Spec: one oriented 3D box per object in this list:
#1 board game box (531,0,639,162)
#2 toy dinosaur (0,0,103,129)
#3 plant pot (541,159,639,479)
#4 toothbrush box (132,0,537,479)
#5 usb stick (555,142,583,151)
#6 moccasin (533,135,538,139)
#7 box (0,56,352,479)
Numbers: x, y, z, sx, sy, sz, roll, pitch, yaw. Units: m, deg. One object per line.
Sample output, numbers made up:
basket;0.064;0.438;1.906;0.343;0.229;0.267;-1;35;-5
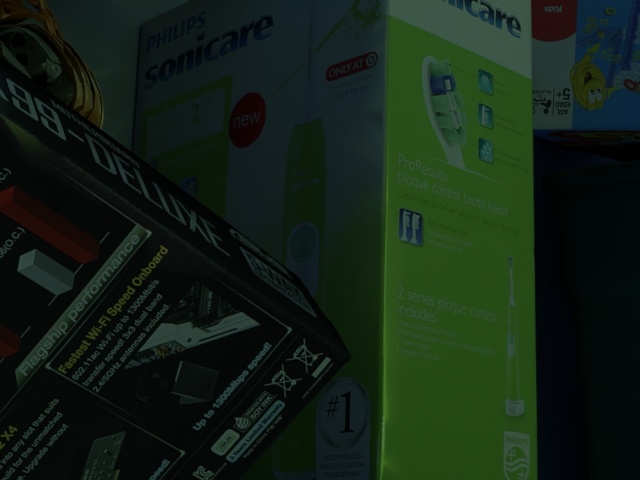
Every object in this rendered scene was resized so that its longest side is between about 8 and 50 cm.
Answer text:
board game box;0.323;-0.101;0.852;0.302;0.308;0.086;3;90;-61
toy dinosaur;-0.175;-0.047;0.597;0.218;0.164;0.322;1;53;-59
plant pot;0.331;0.119;0.933;0.341;0.341;0.334;5;86;-45
toothbrush box;0.000;0.000;0.688;0.122;0.206;0.283;17;70;-41
usb stick;0.289;-0.108;1.121;0.278;0.045;0.077;1;81;-45
moccasin;0.080;-0.250;0.892;0.147;0.139;0.380;-11;98;-55
box;-0.178;0.081;0.454;0.242;0.076;0.307;36;98;-33
